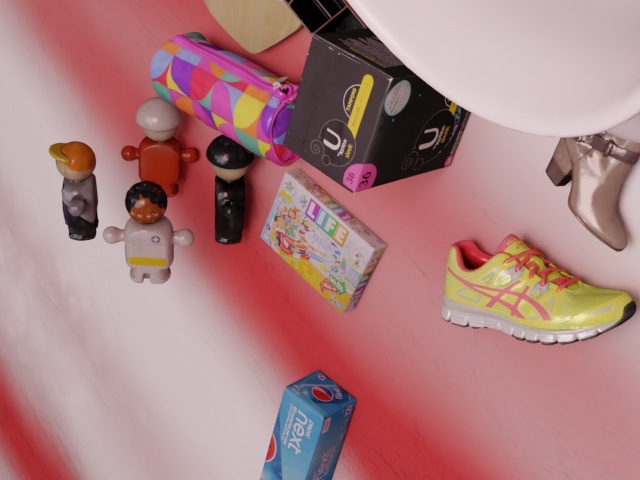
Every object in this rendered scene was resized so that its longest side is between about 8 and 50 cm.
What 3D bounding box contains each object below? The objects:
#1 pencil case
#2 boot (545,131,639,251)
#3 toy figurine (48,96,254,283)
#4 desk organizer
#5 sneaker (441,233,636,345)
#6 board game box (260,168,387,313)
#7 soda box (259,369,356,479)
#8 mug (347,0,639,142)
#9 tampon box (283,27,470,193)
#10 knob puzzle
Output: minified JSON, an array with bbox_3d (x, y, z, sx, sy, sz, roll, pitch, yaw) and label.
[{"bbox_3d":[-0.100,-0.175,1.042,0.236,0.104,0.104,29,121,34],"label":"pencil case"},{"bbox_3d":[0.259,-0.060,0.788,0.118,0.042,0.087,52,129,17],"label":"boot"},{"bbox_3d":[-0.208,-0.070,1.097,0.213,0.209,0.148,33,134,30],"label":"toy figurine"},{"bbox_3d":[0.002,-0.253,0.938,0.130,0.050,0.047,52,128,4],"label":"desk organizer"},{"bbox_3d":[0.200,0.042,0.848,0.208,0.081,0.094,5,104,42],"label":"sneaker"},{"bbox_3d":[0.000,0.000,1.056,0.154,0.026,0.103,42,127,26],"label":"board game box"},{"bbox_3d":[-0.023,0.278,1.138,0.071,0.067,0.210,34,123,30],"label":"soda box"},{"bbox_3d":[0.193,-0.224,0.483,0.276,0.328,0.374,30,154,50],"label":"mug"},{"bbox_3d":[0.064,-0.134,0.860,0.101,0.161,0.120,36,126,29],"label":"tampon box"},{"bbox_3d":[-0.070,-0.314,1.012,0.213,0.030,0.213,14,117,28],"label":"knob puzzle"}]
